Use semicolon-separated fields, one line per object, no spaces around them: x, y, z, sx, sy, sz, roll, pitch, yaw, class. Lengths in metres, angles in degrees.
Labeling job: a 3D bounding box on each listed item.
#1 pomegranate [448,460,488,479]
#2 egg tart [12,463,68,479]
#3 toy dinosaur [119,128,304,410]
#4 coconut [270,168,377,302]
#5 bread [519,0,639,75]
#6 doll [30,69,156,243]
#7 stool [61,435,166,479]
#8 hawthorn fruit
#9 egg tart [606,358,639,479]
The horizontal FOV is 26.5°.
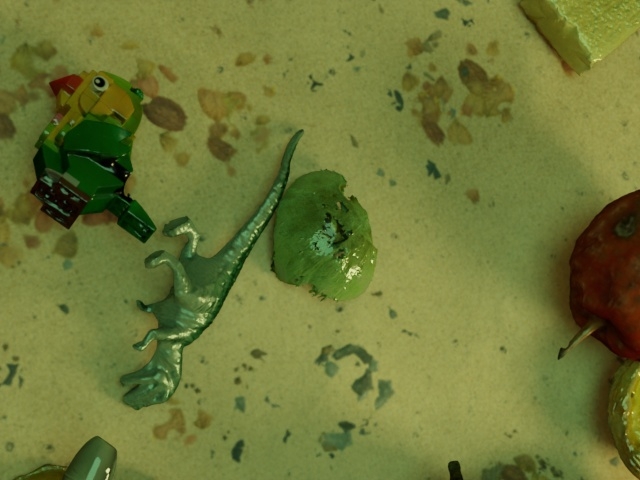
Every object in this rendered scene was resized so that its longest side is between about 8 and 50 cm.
0.180;0.372;1.557;0.156;0.156;0.220;-14;118;-18;pomegranate
-0.290;0.292;1.462;0.105;0.039;0.105;2;84;-17;egg tart
-0.134;0.007;1.519;0.129;0.076;0.383;40;77;-42;toy dinosaur
0.004;0.000;1.583;0.133;0.055;0.158;-31;91;-20;coconut
0.363;-0.309;1.728;0.188;0.068;0.125;-39;95;-19;bread
-0.245;-0.099;1.491;0.134;0.106;0.186;9;64;-21;doll
-0.197;0.342;1.386;0.199;0.195;0.195;-54;142;-7;stool
0.372;0.061;1.614;0.243;0.207;0.207;-39;95;-11;hawthorn fruit
0.430;0.222;1.669;0.191;0.074;0.191;4;73;-13;egg tart
